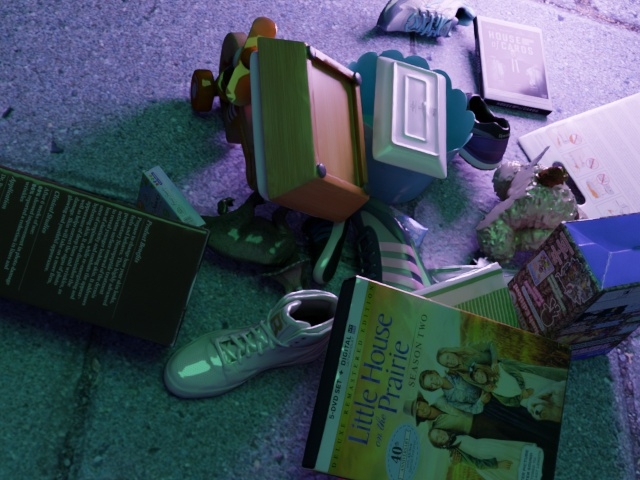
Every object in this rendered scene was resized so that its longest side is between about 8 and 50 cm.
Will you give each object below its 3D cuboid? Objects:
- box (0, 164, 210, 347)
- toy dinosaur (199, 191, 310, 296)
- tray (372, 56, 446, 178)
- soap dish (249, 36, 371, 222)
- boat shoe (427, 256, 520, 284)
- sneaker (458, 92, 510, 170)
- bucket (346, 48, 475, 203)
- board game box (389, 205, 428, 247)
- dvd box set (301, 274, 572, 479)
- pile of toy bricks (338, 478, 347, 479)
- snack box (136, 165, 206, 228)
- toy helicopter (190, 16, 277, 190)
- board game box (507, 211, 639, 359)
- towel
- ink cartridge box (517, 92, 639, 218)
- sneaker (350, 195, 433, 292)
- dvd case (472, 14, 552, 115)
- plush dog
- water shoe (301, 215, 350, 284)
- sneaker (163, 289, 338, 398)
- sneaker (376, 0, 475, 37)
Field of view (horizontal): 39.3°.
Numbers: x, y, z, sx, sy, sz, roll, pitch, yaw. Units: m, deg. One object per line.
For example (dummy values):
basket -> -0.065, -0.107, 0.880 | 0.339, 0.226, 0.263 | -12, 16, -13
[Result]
box -> -0.380, 0.017, 1.387 | 0.382, 0.143, 0.191 | 18, 86, -7
toy dinosaur -> -0.126, -0.011, 1.567 | 0.314, 0.121, 0.160 | 28, 37, -6
tray -> 0.172, -0.239, 1.667 | 0.145, 0.030, 0.270 | 15, 52, -13
soap dish -> -0.013, -0.191, 1.558 | 0.229, 0.118, 0.290 | 17, 65, -57
boat shoe -> 0.302, 0.069, 1.701 | 0.228, 0.079, 0.081 | -5, 63, -21
sneaker -> 0.288, -0.278, 1.895 | 0.283, 0.124, 0.107 | 39, 51, 24
bucket -> 0.144, -0.221, 1.781 | 0.281, 0.183, 0.281 | 11, 53, -15
board game box -> 0.152, -0.013, 1.739 | 0.090, 0.020, 0.090 | 32, 50, 3
dvd box set -> 0.198, 0.259, 1.431 | 0.421, 0.062, 0.307 | 19, 73, -19
pile of toy bricks -> 0.101, 0.430, 1.366 | 0.212, 0.118, 0.105 | 9, 23, 4
snack box -> -0.260, -0.045, 1.548 | 0.037, 0.100, 0.141 | -29, 71, -34
toy helicopter -> -0.130, -0.246, 1.646 | 0.140, 0.235, 0.355 | -1, 53, -22
board game box -> 0.481, 0.094, 1.617 | 0.232, 0.291, 0.141 | -6, 58, -26
towel -> 0.265, 0.221, 1.542 | 0.248, 0.038, 0.324 | -16, 85, -29
ink cartridge box -> 0.674, -0.155, 2.029 | 0.385, 0.091, 0.308 | -21, 65, -13
sneaker -> 0.110, 0.063, 1.604 | 0.131, 0.112, 0.319 | -14, 64, -29
dvd case -> 0.451, -0.413, 2.112 | 0.179, 0.029, 0.238 | 7, 65, -17
plush dog -> 0.464, -0.039, 1.792 | 0.225, 0.211, 0.262 | 41, 47, -20
water shoe -> 0.000, 0.000, 1.651 | 0.080, 0.072, 0.203 | 10, 45, 11
sneaker -> -0.102, 0.152, 1.428 | 0.293, 0.169, 0.108 | -15, 65, -28
sneaker -> 0.257, -0.531, 2.096 | 0.283, 0.110, 0.122 | -24, 71, -33
